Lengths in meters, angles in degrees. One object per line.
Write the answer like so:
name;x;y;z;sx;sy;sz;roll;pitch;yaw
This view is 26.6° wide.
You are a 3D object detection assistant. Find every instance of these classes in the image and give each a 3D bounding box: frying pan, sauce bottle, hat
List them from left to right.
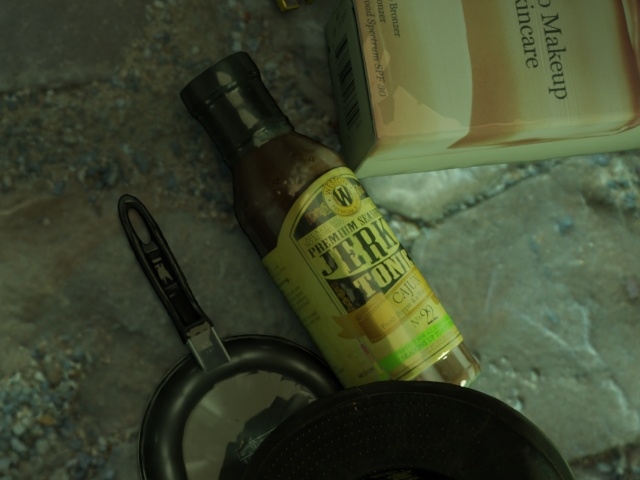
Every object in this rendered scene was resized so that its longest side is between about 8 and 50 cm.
frying pan;-0.060;0.112;1.150;0.197;0.053;0.326;-4;83;-13
sauce bottle;0.000;0.000;1.147;0.111;0.111;0.344;-34;88;-15
hat;0.088;0.263;1.085;0.331;0.134;0.331;1;95;14

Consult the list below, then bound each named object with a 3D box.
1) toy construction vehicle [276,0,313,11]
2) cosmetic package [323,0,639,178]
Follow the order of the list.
toy construction vehicle;0.015;-0.228;1.208;0.098;0.086;0.035;-17;89;-26
cosmetic package;0.165;-0.152;1.197;0.296;0.129;0.153;-8;80;-13
